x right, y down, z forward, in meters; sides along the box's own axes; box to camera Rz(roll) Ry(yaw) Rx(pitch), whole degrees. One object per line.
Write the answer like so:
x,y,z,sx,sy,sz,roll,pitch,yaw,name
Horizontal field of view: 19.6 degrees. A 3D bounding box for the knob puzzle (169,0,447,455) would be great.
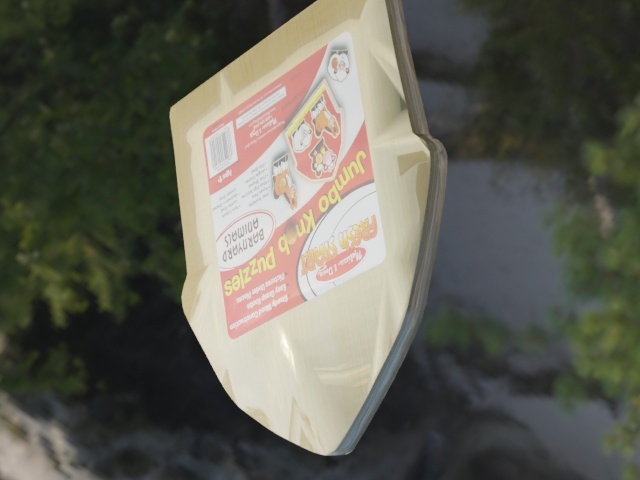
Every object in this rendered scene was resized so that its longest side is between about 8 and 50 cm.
0.000,0.000,0.819,0.030,0.213,0.213,5,170,-36,knob puzzle
